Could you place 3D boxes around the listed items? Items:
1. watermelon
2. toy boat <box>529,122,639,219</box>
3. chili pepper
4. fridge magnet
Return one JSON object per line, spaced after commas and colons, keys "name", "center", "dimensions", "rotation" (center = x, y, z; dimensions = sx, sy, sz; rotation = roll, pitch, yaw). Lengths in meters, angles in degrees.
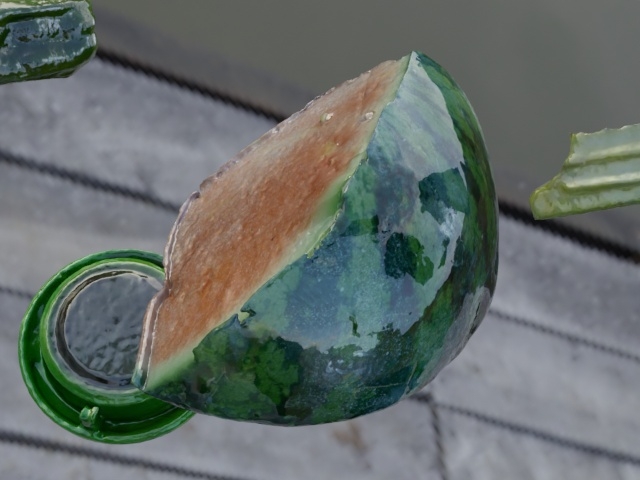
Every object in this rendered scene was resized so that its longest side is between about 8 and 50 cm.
{"name": "watermelon", "center": [0.026, -0.016, 1.579], "dimensions": [0.319, 0.222, 0.292], "rotation": [11, 40, -11]}
{"name": "toy boat", "center": [0.308, -0.063, 1.562], "dimensions": [0.111, 0.276, 0.084], "rotation": [-8, 95, -78]}
{"name": "chili pepper", "center": [-0.275, -0.156, 1.525], "dimensions": [0.204, 0.073, 0.072], "rotation": [-7, 88, -19]}
{"name": "fridge magnet", "center": [-0.196, 0.101, 1.906], "dimensions": [0.208, 0.088, 0.208], "rotation": [0, 65, 0]}
